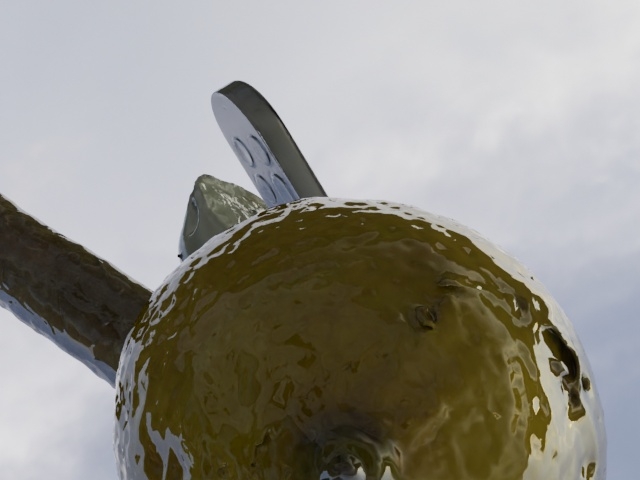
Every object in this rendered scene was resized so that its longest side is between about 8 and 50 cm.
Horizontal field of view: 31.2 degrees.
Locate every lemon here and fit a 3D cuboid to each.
[{"bbox_3d":[0.013,0.089,0.561,0.228,0.228,0.253,-22,-153,-12],"label":"lemon"}]

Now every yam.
[{"bbox_3d":[-0.249,0.001,0.869,0.356,0.081,0.081,31,-122,17],"label":"yam"}]

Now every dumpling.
[{"bbox_3d":[-0.058,0.027,1.062,0.150,0.092,0.176,-12,-127,-50],"label":"dumpling"}]

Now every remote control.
[{"bbox_3d":[0.000,0.000,0.777,0.022,0.245,0.077,-35,-166,-15],"label":"remote control"}]
